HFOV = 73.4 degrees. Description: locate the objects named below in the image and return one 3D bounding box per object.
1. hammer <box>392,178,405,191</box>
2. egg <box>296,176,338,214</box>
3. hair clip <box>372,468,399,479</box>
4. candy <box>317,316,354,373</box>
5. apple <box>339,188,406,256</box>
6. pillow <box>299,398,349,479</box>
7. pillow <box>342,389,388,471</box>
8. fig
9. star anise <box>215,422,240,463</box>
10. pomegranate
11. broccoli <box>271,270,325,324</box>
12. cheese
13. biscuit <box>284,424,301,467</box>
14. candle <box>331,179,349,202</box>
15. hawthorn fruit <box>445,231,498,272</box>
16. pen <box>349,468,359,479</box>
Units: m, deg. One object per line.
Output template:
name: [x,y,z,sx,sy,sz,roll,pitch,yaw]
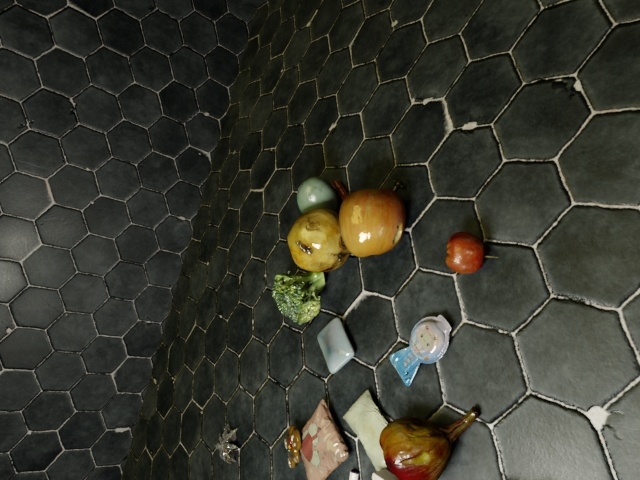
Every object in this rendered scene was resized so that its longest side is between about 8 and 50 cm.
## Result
hammer: [0.258,-0.148,1.626,0.065,0.021,0.178,44,111,48]
egg: [-0.012,-0.168,1.809,0.169,0.236,0.169,-10,51,12]
hair clip: [0.274,0.761,1.194,0.331,0.085,0.101,11,94,49]
candy: [0.054,0.394,1.623,0.138,0.071,0.174,-50,42,26]
apple: [0.184,-0.061,1.535,0.242,0.242,0.240,-2,88,51]
pillow: [-0.003,0.734,1.549,0.236,0.084,0.223,-57,38,21]
pillow: [0.172,0.625,1.408,0.229,0.050,0.148,50,121,44]
fig: [0.290,0.548,1.187,0.290,0.191,0.190,-55,41,23]
star anise: [-0.439,0.955,2.021,0.205,0.061,0.180,3,78,52]
pomegranate: [0.000,0.000,1.694,0.260,0.260,0.260,-23,59,45]
broccoli: [-0.068,0.219,1.784,0.246,0.247,0.288,-27,34,-2]
cheese: [0.315,0.334,1.340,0.244,0.052,0.135,-54,41,22]
biscuit: [-0.106,0.777,1.637,0.205,0.031,0.138,110,152,-48]
candle: [0.114,-0.155,1.783,0.048,0.051,0.329,-65,35,32]
hawthorn fruit: [0.428,0.037,1.263,0.140,0.125,0.125,11,85,54]
pen: [0.091,0.898,1.412,0.033,0.033,0.268,-1,75,51]
